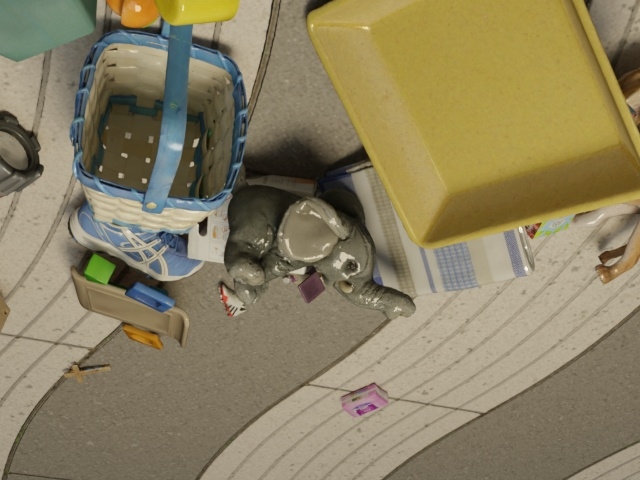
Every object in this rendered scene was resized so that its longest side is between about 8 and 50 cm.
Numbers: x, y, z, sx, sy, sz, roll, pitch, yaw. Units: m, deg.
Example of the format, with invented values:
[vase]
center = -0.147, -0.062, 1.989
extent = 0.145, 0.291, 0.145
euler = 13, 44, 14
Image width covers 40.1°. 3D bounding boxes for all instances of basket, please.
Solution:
[basket]
center = -0.182, -0.153, 1.023
extent = 0.200, 0.255, 0.289
euler = 7, 155, -11

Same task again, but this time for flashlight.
[flashlight]
center = -0.517, -0.059, 1.197
extent = 0.304, 0.103, 0.103
euler = -28, 128, 22

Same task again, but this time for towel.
[towel]
center = 0.140, -0.028, 1.202
extent = 0.284, 0.034, 0.209
euler = -14, 97, 35

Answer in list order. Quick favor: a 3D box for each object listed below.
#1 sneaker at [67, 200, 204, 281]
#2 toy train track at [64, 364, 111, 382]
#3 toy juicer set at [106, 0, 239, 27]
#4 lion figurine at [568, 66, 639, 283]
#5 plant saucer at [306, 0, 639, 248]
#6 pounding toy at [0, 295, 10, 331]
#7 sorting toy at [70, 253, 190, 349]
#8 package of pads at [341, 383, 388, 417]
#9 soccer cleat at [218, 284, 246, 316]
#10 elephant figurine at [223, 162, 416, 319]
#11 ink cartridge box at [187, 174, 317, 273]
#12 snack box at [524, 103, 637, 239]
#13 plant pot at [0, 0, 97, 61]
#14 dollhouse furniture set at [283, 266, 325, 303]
[sneaker]
center = -0.262, -0.003, 1.298
extent = 0.211, 0.080, 0.081
euler = 21, 135, -28
[toy train track]
center = -0.424, 0.235, 1.599
extent = 0.083, 0.014, 0.048
euler = -9, 131, -4
[toy juicer set]
center = -0.181, -0.362, 0.840
extent = 0.089, 0.209, 0.329
euler = -26, 109, -32
[lion figurine]
center = 0.445, -0.091, 1.250
extent = 0.240, 0.142, 0.392
euler = -32, 146, 17
[plant saucer]
center = 0.186, -0.177, 1.013
extent = 0.332, 0.081, 0.333
euler = -15, 107, 44
[pounding toy]
center = -0.616, 0.075, 1.351
extent = 0.181, 0.094, 0.206
euler = -10, 129, 13
[sorting toy]
center = -0.292, 0.097, 1.379
extent = 0.195, 0.047, 0.348
euler = 23, 158, -3
[package of pads]
center = 0.087, 0.313, 1.716
extent = 0.083, 0.032, 0.050
euler = -28, 132, 23
[soccer cleat]
center = -0.146, 0.098, 1.462
extent = 0.035, 0.029, 0.083
euler = -15, 141, -1
[elephant figurine]
center = 0.000, 0.000, 1.192
extent = 0.239, 0.169, 0.186
euler = -6, 135, 16
[ink cartridge box]
center = -0.102, -0.029, 1.296
extent = 0.179, 0.045, 0.146
euler = 9, 121, 2
[snack box]
center = 0.283, -0.135, 1.127
extent = 0.070, 0.175, 0.207
euler = -13, 144, -28
[plant pot]
center = -0.335, -0.311, 0.898
extent = 0.165, 0.166, 0.234
euler = -18, 144, 14
[dollhouse furniture set]
center = -0.036, 0.025, 1.405
extent = 0.081, 0.091, 0.114
euler = 8, 131, 52
